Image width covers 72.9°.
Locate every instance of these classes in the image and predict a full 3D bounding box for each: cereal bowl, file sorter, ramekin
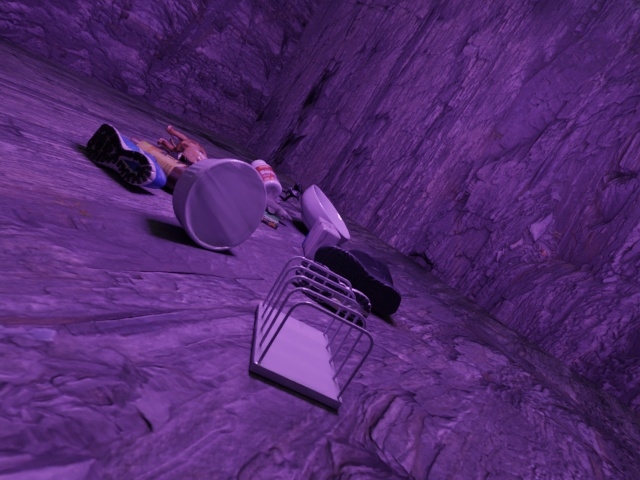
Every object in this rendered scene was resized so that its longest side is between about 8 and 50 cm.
[{"bbox_3d":[0.003,-0.110,2.218,0.338,0.141,0.339,52,14,-18],"label":"cereal bowl"},{"bbox_3d":[-0.020,0.176,0.929,0.193,0.173,0.277,28,12,-13],"label":"file sorter"},{"bbox_3d":[-0.303,-0.115,1.268,0.127,0.272,0.273,25,4,41],"label":"ramekin"}]

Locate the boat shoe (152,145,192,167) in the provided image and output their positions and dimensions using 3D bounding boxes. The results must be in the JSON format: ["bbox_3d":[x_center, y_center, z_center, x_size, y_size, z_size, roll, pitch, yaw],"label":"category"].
[{"bbox_3d":[-0.600,-0.328,1.825,0.285,0.092,0.103,33,11,9],"label":"boat shoe"}]

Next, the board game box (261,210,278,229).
[{"bbox_3d":[-0.305,-0.136,1.936,0.260,0.030,0.136,29,9,-12],"label":"board game box"}]

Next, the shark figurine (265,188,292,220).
[{"bbox_3d":[-0.246,-0.194,2.005,0.166,0.116,0.278,24,-8,32],"label":"shark figurine"}]

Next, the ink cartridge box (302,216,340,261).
[{"bbox_3d":[0.000,0.000,1.830,0.086,0.148,0.203,30,12,-14],"label":"ink cartridge box"}]

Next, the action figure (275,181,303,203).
[{"bbox_3d":[-0.236,-0.223,2.226,0.276,0.140,0.164,-4,36,14],"label":"action figure"}]

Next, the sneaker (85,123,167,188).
[{"bbox_3d":[-0.638,-0.263,1.435,0.330,0.129,0.147,38,-2,20],"label":"sneaker"}]

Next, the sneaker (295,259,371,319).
[{"bbox_3d":[0.035,0.167,1.387,0.275,0.107,0.110,37,-8,4],"label":"sneaker"}]

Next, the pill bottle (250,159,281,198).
[{"bbox_3d":[-0.278,-0.301,2.128,0.121,0.121,0.216,21,29,-42],"label":"pill bottle"}]

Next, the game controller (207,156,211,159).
[{"bbox_3d":[-0.571,-0.385,2.282,0.319,0.067,0.166,30,-5,-12],"label":"game controller"}]

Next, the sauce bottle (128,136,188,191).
[{"bbox_3d":[-0.541,-0.241,1.559,0.345,0.111,0.111,31,11,-5],"label":"sauce bottle"}]

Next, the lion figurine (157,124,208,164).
[{"bbox_3d":[-0.629,-0.415,2.035,0.240,0.142,0.392,35,5,-19],"label":"lion figurine"}]

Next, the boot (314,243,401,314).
[{"bbox_3d":[0.138,0.101,1.745,0.367,0.146,0.445,38,13,-7],"label":"boot"}]
